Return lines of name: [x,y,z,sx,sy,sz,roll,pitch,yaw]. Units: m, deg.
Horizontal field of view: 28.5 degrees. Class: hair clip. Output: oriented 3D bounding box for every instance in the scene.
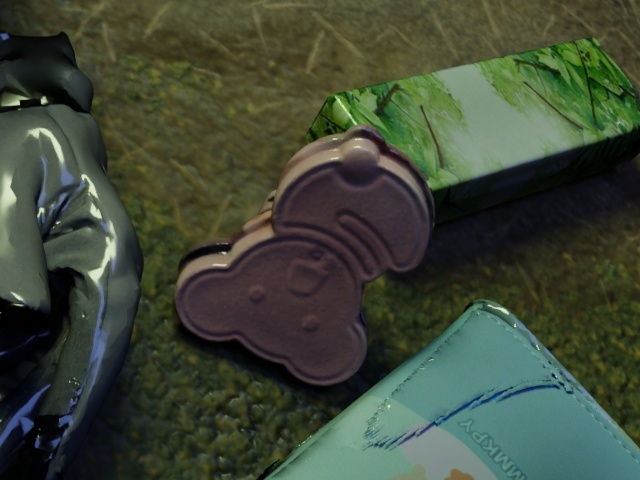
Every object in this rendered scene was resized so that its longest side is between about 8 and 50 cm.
hair clip: [-0.002,0.009,0.723,0.123,0.138,0.102,31,54,-18]

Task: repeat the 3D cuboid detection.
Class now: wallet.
wallet: [0.071,0.156,0.705,0.176,0.075,0.250,48,50,11]

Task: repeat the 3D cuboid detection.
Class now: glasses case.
glasses case: [0.121,-0.075,0.898,0.272,0.062,0.095,-16,63,-37]

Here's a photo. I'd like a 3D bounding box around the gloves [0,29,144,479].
gloves: [-0.150,-0.003,0.653,0.119,0.142,0.286,-4,59,0]
